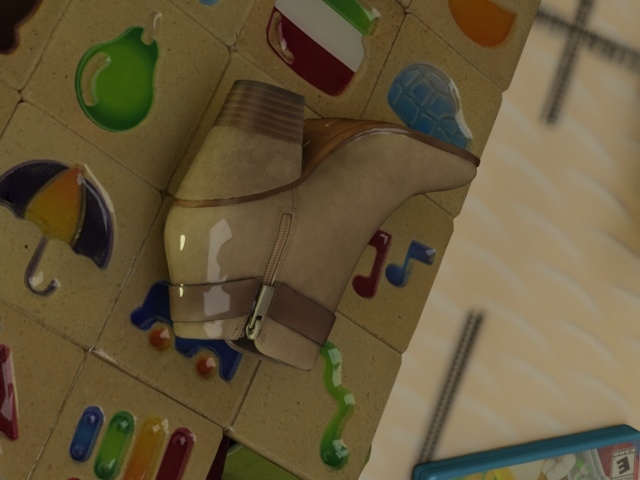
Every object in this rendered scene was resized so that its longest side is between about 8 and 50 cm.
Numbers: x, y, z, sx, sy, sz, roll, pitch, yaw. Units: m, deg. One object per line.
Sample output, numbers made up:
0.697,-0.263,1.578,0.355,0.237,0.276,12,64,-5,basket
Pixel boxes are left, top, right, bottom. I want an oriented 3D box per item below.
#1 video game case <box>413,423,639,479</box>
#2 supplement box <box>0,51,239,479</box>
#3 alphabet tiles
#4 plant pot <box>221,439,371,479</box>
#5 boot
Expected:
0.096,0.175,0.685,0.119,0.015,0.166,-7,108,-25,video game case
-0.103,0.073,0.472,0.130,0.073,0.239,24,71,-35,supplement box
-0.052,-0.079,0.472,0.285,0.011,0.342,35,67,-30,alphabet tiles
-0.020,0.068,0.566,0.083,0.083,0.079,-50,132,-6,plant pot
0.000,0.000,0.476,0.118,0.042,0.087,13,85,-35,boot
